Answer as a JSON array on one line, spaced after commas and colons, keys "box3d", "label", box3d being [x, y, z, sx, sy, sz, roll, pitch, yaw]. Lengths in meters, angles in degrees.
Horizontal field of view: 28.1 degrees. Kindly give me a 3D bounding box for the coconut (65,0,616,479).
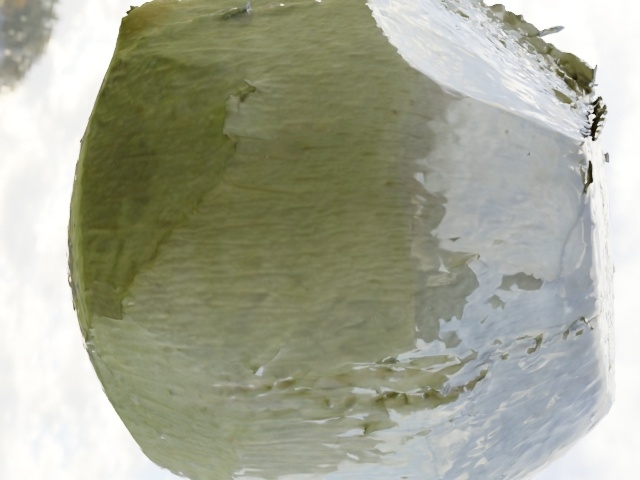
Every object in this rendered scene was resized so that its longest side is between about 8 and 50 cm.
[{"box3d": [0.000, 0.000, 0.795, 0.346, 0.360, 0.346, -2, 90, -74], "label": "coconut"}]
